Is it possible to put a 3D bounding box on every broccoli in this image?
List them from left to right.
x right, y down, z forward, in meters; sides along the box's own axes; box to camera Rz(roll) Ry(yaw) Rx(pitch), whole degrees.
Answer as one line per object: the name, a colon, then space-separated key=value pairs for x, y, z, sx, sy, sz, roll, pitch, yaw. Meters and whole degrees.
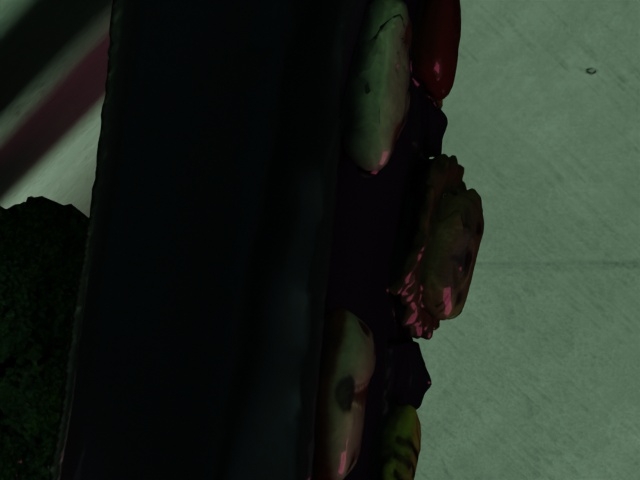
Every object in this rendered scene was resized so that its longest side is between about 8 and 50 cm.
broccoli: x=-0.187 y=0.120 z=0.747 sx=0.265 sy=0.245 sz=0.294 roll=-67 pitch=173 yaw=-48

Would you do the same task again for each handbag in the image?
handbag: x=0.000 y=0.000 z=0.700 sx=0.329 sy=0.122 sz=0.303 roll=3 pitch=94 yaw=-74
